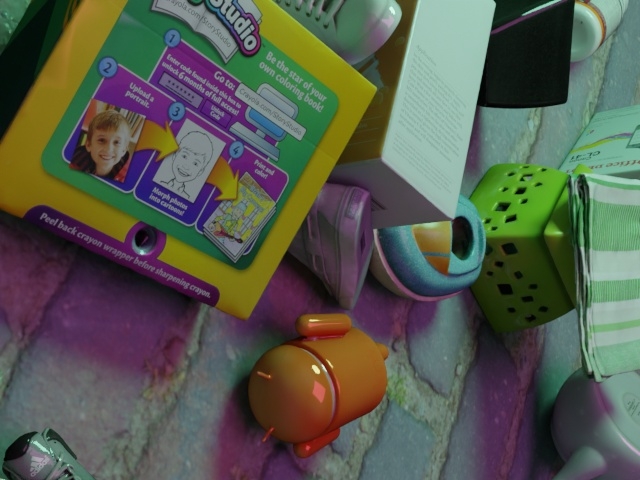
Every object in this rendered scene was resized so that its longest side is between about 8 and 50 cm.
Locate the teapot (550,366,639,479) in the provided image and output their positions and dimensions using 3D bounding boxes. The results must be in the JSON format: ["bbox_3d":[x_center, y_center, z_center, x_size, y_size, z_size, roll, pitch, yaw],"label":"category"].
[{"bbox_3d":[0.526,0.359,1.721,0.256,0.187,0.253,18,43,-30],"label":"teapot"}]

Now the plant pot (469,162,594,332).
[{"bbox_3d":[0.385,0.006,1.572,0.228,0.207,0.227,-53,124,-37],"label":"plant pot"}]

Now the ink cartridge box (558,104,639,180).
[{"bbox_3d":[0.636,-0.159,1.869,0.306,0.226,0.131,-47,119,-42],"label":"ink cartridge box"}]

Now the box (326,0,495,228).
[{"bbox_3d":[0.080,-0.204,1.233,0.168,0.215,0.345,35,60,-41],"label":"box"}]

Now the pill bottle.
[{"bbox_3d":[0.552,-0.461,1.887,0.221,0.121,0.121,-43,117,-43],"label":"pill bottle"}]

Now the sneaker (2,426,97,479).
[{"bbox_3d":[-0.236,0.240,0.827,0.086,0.228,0.132,-40,108,-19],"label":"sneaker"}]

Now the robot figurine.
[{"bbox_3d":[-0.003,0.178,1.160,0.219,0.158,0.128,-14,58,-49],"label":"robot figurine"}]

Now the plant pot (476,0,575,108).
[{"bbox_3d":[0.284,-0.311,1.493,0.167,0.188,0.188,-24,125,-31],"label":"plant pot"}]

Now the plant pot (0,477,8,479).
[{"bbox_3d":[-0.325,0.311,0.701,0.284,0.191,0.284,4,83,-36],"label":"plant pot"}]

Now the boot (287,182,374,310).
[{"bbox_3d":[0.000,0.000,1.207,0.258,0.123,0.095,87,22,-57],"label":"boot"}]

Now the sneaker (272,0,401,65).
[{"bbox_3d":[-0.019,-0.291,1.106,0.123,0.290,0.106,33,90,-36],"label":"sneaker"}]

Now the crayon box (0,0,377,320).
[{"bbox_3d":[-0.149,-0.123,0.958,0.363,0.106,0.313,31,86,-43],"label":"crayon box"}]

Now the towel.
[{"bbox_3d":[0.478,0.056,1.487,0.247,0.038,0.325,-1,86,-50],"label":"towel"}]

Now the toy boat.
[{"bbox_3d":[0.163,-0.069,1.365,0.267,0.148,0.318,1,85,-50],"label":"toy boat"}]
